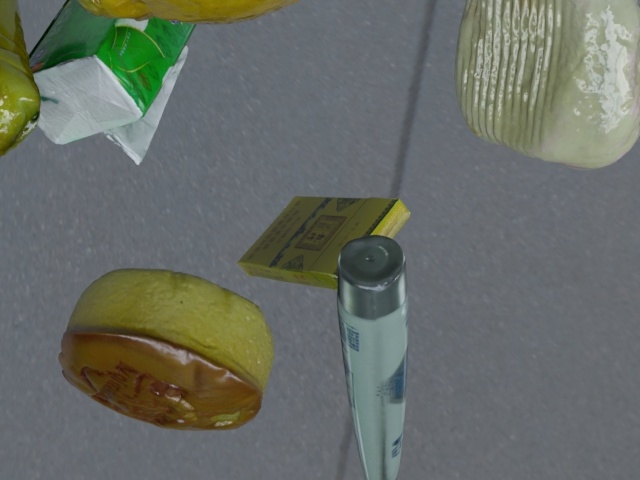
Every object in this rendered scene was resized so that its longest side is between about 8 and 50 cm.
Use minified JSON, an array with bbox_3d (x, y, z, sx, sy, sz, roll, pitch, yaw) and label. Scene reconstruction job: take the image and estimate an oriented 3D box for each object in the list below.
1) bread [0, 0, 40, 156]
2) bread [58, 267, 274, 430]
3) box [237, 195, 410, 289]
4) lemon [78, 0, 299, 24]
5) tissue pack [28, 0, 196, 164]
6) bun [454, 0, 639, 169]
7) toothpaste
[{"bbox_3d":[-0.401,-0.217,1.177,0.166,0.383,0.112,-31,137,9],"label":"bread"},{"bbox_3d":[-0.187,0.140,1.335,0.270,0.270,0.148,27,58,-22],"label":"bread"},{"bbox_3d":[0.000,0.000,1.656,0.153,0.279,0.041,-50,117,-21],"label":"box"},{"bbox_3d":[-0.052,-0.230,0.665,0.257,0.188,0.188,-41,114,0],"label":"lemon"},{"bbox_3d":[-0.231,-0.208,1.291,0.148,0.209,0.156,-10,133,30],"label":"tissue pack"},{"bbox_3d":[0.341,-0.270,1.556,0.213,0.361,0.361,-8,112,-29],"label":"bun"},{"bbox_3d":[0.033,0.087,0.659,0.039,0.062,0.239,-6,139,-1],"label":"toothpaste"}]
